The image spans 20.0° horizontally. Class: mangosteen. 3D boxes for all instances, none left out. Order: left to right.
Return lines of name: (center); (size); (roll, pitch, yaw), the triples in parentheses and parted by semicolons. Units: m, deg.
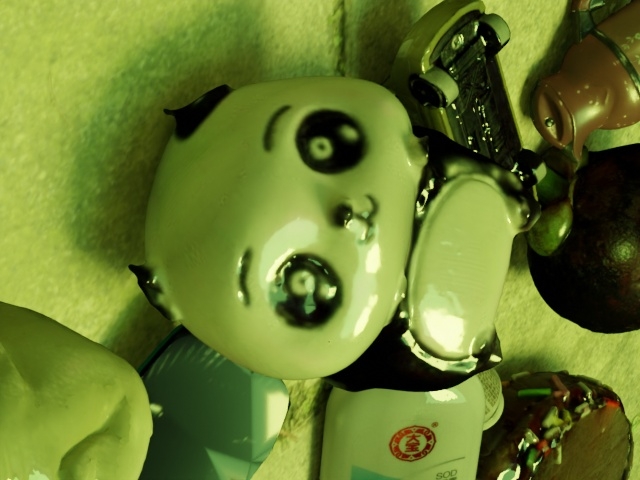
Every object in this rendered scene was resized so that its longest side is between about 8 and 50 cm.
mangosteen: (0.310, -0.015, 1.919); (0.216, 0.216, 0.216); (-35, 140, -36)

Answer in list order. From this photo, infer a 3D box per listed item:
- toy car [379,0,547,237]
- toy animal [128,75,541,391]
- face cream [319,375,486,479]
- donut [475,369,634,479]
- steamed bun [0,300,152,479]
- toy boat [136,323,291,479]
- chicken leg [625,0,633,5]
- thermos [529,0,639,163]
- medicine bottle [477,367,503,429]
toy car: (0.112, -0.105, 1.623); (0.101, 0.124, 0.256); (-47, 137, -27)
toy animal: (0.000, 0.000, 1.444); (0.310, 0.251, 0.251); (22, 96, -41)
face cream: (0.084, 0.183, 1.800); (0.163, 0.080, 0.336); (-2, 125, -11)
donut: (0.244, 0.267, 2.095); (0.259, 0.136, 0.345); (-63, 149, 0)
steamed bun: (-0.303, 0.177, 1.066); (0.394, 0.346, 0.237); (-42, 137, 15)
toy boat: (-0.159, 0.201, 1.503); (0.134, 0.092, 0.299); (41, 86, -23)
chicken leg: (0.378, -0.284, 1.914); (0.178, 0.070, 0.093); (-49, 130, -5)
thermos: (0.350, -0.214, 1.834); (0.330, 0.109, 0.136); (-34, 132, -5)
medicine bottle: (0.145, 0.150, 1.907); (0.079, 0.079, 0.140); (-55, 148, -10)
